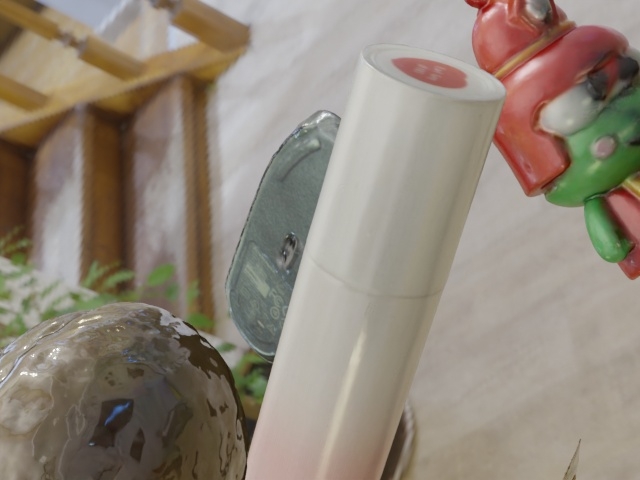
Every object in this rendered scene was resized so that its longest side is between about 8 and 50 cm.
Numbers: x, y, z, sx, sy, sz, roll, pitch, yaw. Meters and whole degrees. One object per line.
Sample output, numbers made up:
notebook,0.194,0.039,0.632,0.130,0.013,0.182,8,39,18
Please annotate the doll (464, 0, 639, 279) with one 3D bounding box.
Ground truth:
doll,0.260,-0.124,1.297,0.183,0.363,0.160,-35,-1,-26

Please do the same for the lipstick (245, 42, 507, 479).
lipstick,0.023,0.048,0.780,0.087,0.087,0.326,52,133,53

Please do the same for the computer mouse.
computer mouse,0.001,-0.002,1.528,0.203,0.114,0.374,52,137,22

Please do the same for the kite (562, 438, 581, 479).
kite,0.293,0.399,1.706,0.013,0.377,0.327,25,114,18

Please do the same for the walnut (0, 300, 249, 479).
walnut,-0.100,0.100,0.559,0.140,0.140,0.162,-36,30,37
